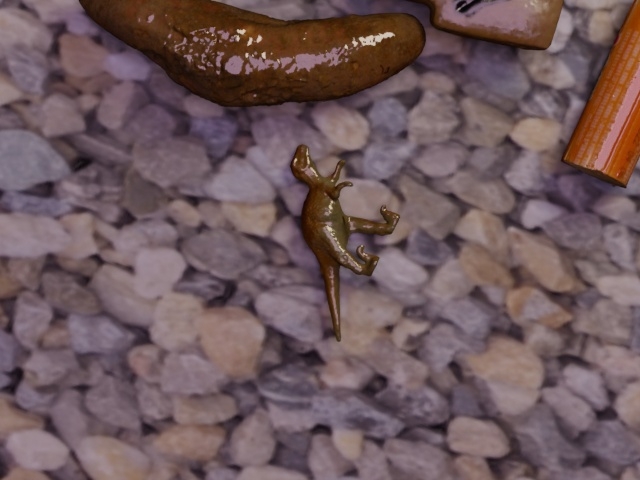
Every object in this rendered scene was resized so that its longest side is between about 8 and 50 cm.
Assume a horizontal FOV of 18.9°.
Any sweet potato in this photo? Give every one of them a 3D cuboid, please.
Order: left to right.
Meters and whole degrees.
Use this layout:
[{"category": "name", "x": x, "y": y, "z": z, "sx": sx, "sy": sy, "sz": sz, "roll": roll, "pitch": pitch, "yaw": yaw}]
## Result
[{"category": "sweet potato", "x": -0.068, "y": -0.181, "z": 1.857, "sx": 0.342, "sy": 0.092, "sz": 0.114, "roll": 5, "pitch": 68, "yaw": -4}]

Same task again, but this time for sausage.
[{"category": "sausage", "x": 0.314, "y": -0.170, "z": 1.885, "sx": 0.071, "sy": 0.071, "sz": 0.234, "roll": 24, "pitch": 90, "yaw": -4}]

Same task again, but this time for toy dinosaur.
[{"category": "toy dinosaur", "x": 0.000, "y": 0.000, "z": 1.894, "sx": 0.126, "sy": 0.039, "sz": 0.162, "roll": 28, "pitch": 95, "yaw": 6}]

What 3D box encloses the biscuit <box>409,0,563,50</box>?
[{"category": "biscuit", "x": 0.142, "y": -0.315, "z": 1.863, "sx": 0.278, "sy": 0.043, "sz": 0.301, "roll": -36, "pitch": 85, "yaw": -6}]
